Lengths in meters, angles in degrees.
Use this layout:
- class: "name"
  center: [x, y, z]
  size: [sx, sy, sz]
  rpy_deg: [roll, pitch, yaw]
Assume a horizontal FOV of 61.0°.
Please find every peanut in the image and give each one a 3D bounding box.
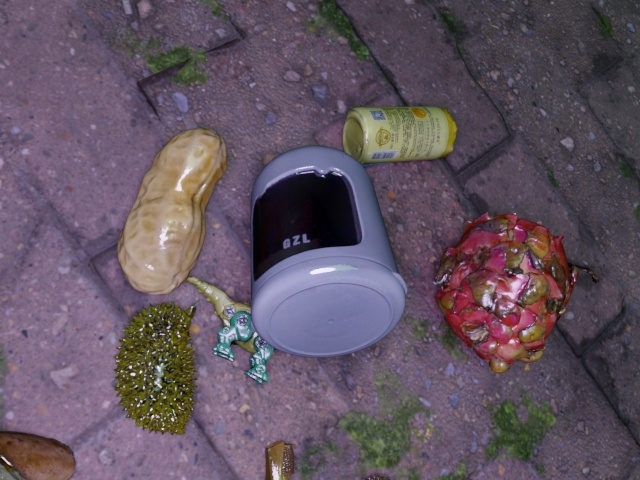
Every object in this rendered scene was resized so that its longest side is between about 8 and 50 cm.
- class: "peanut"
  center: [-0.247, -0.057, 0.931]
  size: [0.146, 0.147, 0.306]
  rpy_deg: [19, 70, -15]

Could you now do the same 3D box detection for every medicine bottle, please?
- class: "medicine bottle"
  center: [0.172, -0.223, 1.148]
  size: [0.238, 0.124, 0.124]
  rpy_deg: [-7, 79, -23]

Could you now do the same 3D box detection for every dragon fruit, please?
- class: "dragon fruit"
  center: [0.362, 0.110, 1.066]
  size: [0.269, 0.250, 0.291]
  rpy_deg: [30, 60, -31]

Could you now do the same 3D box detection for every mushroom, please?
- class: "mushroom"
  center: [-0.467, 0.314, 0.783]
  size: [0.209, 0.094, 0.072]
  rpy_deg: [8, 77, -14]

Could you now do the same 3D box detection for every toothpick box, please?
- class: "toothpick box"
  center: [0.000, 0.000, 0.937]
  size: [0.262, 0.263, 0.355]
  rpy_deg: [9, 45, -18]

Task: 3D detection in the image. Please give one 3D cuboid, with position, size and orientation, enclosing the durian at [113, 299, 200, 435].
- class: "durian"
  center: [-0.265, 0.203, 0.876]
  size: [0.137, 0.095, 0.221]
  rpy_deg: [5, 77, -15]

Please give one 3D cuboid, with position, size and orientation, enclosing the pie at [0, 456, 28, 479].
- class: "pie"
  center: [-0.536, 0.356, 0.706]
  size: [0.323, 0.070, 0.323]
  rpy_deg: [-2, 104, -8]

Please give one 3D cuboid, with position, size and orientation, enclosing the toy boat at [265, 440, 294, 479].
- class: "toy boat"
  center: [-0.066, 0.420, 0.925]
  size: [0.048, 0.047, 0.149]
  rpy_deg: [1, 75, -20]

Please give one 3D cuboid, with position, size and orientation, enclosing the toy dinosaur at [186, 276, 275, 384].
- class: "toy dinosaur"
  center: [-0.140, 0.147, 0.952]
  size: [0.259, 0.094, 0.153]
  rpy_deg: [24, 66, -4]

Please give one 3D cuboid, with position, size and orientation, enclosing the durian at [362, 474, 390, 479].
- class: "durian"
  center: [0.100, 0.462, 0.968]
  size: [0.080, 0.080, 0.091]
  rpy_deg: [14, 112, -17]
